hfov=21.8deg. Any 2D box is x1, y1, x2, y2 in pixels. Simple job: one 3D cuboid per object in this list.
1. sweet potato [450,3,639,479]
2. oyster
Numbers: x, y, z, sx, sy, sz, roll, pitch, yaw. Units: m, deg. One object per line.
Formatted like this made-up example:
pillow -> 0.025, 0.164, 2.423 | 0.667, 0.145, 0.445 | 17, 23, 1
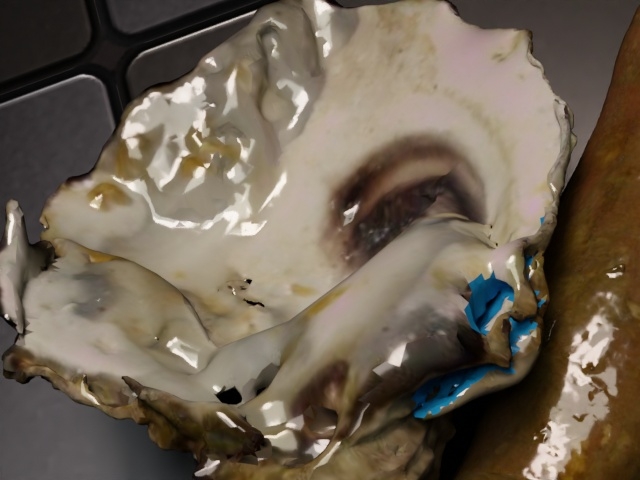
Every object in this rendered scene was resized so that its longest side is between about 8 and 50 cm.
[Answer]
sweet potato -> 0.110, 0.006, 0.557 | 0.077, 0.077, 0.243 | 20, 75, 21
oyster -> 0.000, 0.000, 0.573 | 0.223, 0.083, 0.214 | -42, 48, -21
